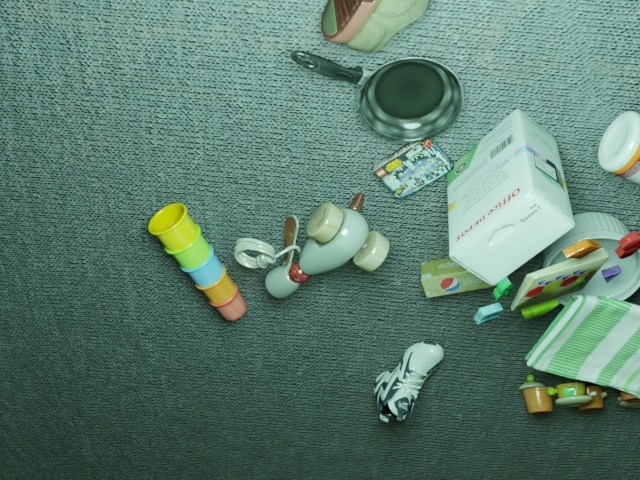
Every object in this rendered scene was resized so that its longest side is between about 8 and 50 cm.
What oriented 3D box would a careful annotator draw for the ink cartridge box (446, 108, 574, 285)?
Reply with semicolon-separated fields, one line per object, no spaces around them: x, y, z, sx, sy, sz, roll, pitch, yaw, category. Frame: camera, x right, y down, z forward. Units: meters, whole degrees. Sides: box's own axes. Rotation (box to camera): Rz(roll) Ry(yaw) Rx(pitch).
0.345;-0.083;1.569;0.117;0.278;0.201;34;125;-20;ink cartridge box

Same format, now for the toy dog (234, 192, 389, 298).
0.000;0.000;1.788;0.334;0.161;0.220;-12;133;34;toy dog

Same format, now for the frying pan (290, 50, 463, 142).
0.103;-0.270;1.567;0.326;0.053;0.197;4;137;-2;frying pan

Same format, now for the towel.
0.645;0.235;1.826;0.325;0.038;0.247;17;128;-8;towel

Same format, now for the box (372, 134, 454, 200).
0.186;-0.148;1.693;0.137;0.027;0.094;-31;120;28;box

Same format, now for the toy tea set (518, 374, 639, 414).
0.654;0.341;2.039;0.336;0.124;0.200;-5;159;6;toy tea set

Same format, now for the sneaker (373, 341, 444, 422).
0.215;0.359;2.043;0.094;0.153;0.235;36;124;-24;sneaker

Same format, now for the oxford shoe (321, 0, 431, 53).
0.149;-0.451;1.398;0.130;0.123;0.348;15;139;-37;oxford shoe

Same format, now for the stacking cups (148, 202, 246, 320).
-0.262;0.063;1.870;0.096;0.096;0.316;-17;127;19;stacking cups

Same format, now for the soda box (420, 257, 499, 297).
0.315;0.073;1.851;0.181;0.058;0.061;-10;129;15;soda box

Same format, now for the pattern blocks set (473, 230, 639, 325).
0.460;0.074;1.617;0.325;0.026;0.285;-11;150;-25;pattern blocks set

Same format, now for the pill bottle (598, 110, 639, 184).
0.650;-0.151;1.586;0.221;0.121;0.121;20;129;-12;pill bottle

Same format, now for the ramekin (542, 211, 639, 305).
0.565;0.036;1.763;0.207;0.109;0.207;3;130;3;ramekin
